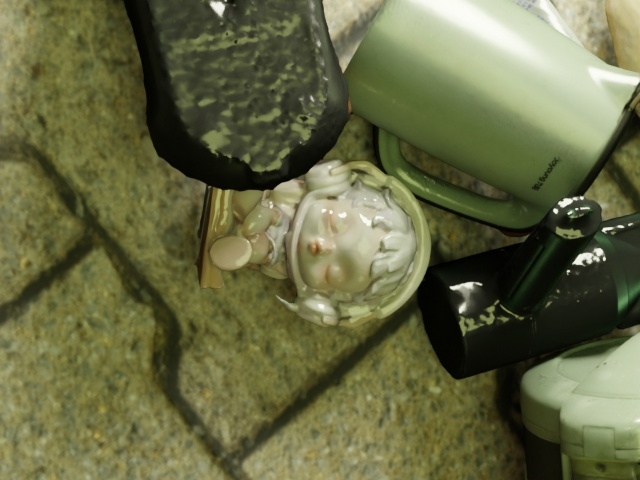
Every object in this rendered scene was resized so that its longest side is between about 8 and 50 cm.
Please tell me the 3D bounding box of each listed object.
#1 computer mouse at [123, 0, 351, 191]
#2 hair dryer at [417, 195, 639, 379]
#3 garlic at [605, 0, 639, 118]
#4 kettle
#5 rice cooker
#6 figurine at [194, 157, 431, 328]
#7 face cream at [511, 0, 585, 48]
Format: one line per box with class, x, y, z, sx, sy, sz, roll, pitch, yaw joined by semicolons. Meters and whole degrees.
computer mouse;-0.081;-0.199;1.376;0.183;0.116;0.323;-11;85;0
hair dryer;0.242;0.019;1.443;0.244;0.302;0.116;-17;74;-13
garlic;0.373;-0.174;1.538;0.145;0.164;0.245;-39;106;21
kettle;0.146;-0.124;1.460;0.255;0.165;0.240;28;130;-3
rice cooker;0.328;0.220;1.483;0.288;0.288;0.277;-10;102;-14
figurine;0.000;-0.001;1.450;0.237;0.141;0.162;10;98;-16
face cream;0.202;-0.191;1.541;0.224;0.070;0.114;41;83;-2
